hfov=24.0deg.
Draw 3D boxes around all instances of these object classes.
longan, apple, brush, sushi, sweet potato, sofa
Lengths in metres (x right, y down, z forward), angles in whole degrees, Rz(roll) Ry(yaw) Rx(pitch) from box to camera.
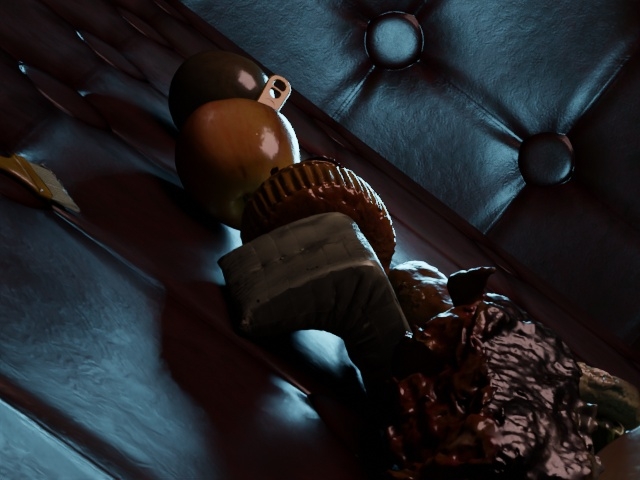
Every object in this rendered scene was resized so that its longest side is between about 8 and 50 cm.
[{"bbox_3d":[-0.158,-0.217,2.364,0.167,0.167,0.187,32,8,-32],"label":"longan"},{"bbox_3d":[-0.107,-0.100,2.029,0.199,0.199,0.199,37,11,-8],"label":"apple"},{"bbox_3d":[-0.346,-0.085,1.574,0.218,0.010,0.082,25,17,-47],"label":"brush"},{"bbox_3d":[0.177,0.177,1.585,0.182,0.196,0.343,42,25,-27],"label":"sushi"},{"bbox_3d":[-0.105,-0.157,2.240,0.103,0.013,0.272,36,50,-11],"label":"brush"},{"bbox_3d":[0.132,0.084,1.933,0.095,0.106,0.354,36,-6,-22],"label":"sweet potato"},{"bbox_3d":[0.008,0.105,1.777,0.210,0.176,0.225,-118,-177,-65],"label":"sofa"}]

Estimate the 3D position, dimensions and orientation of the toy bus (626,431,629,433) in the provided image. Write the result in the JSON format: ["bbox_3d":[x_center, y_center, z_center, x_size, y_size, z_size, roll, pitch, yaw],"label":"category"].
[{"bbox_3d":[0.510,0.363,2.243,0.133,0.125,0.292,44,5,-21],"label":"toy bus"}]

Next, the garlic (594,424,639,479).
[{"bbox_3d":[0.418,0.360,1.732,0.231,0.246,0.340,60,19,-27],"label":"garlic"}]

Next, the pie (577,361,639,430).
[{"bbox_3d":[0.271,0.197,2.001,0.337,0.075,0.337,14,-11,3],"label":"pie"}]

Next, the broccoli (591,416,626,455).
[{"bbox_3d":[0.366,0.295,1.929,0.167,0.160,0.154,26,33,37],"label":"broccoli"}]

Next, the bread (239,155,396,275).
[{"bbox_3d":[0.000,0.001,1.900,0.199,0.199,0.104,33,14,-27],"label":"bread"}]
